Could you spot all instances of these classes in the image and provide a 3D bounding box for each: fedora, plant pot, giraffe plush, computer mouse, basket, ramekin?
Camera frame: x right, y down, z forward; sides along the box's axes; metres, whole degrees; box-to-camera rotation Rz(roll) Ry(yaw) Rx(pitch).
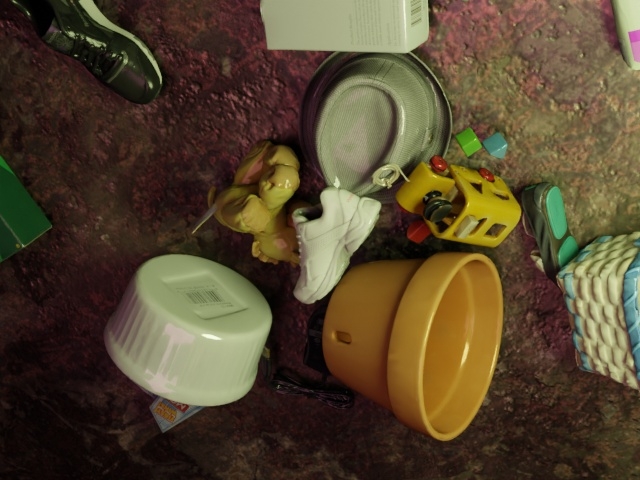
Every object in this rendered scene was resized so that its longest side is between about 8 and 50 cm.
[{"bbox_3d":[0.068,-0.159,1.284,0.244,0.124,0.275,27,121,5],"label":"fedora"},{"bbox_3d":[0.140,0.148,1.345,0.204,0.291,0.290,10,120,34],"label":"plant pot"},{"bbox_3d":[-0.079,-0.035,1.391,0.210,0.181,0.170,-38,121,20],"label":"giraffe plush"},{"bbox_3d":[-0.017,0.192,1.533,0.184,0.060,0.262,11,130,9],"label":"computer mouse"},{"bbox_3d":[0.502,0.099,1.201,0.289,0.201,0.254,12,125,49],"label":"basket"},{"bbox_3d":[-0.218,0.142,1.457,0.277,0.277,0.135,27,113,5],"label":"ramekin"}]

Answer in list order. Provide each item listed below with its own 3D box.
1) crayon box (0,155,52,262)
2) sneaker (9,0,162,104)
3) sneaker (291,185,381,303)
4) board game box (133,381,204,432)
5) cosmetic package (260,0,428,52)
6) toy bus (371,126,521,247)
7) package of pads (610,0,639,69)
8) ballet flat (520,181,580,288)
[{"bbox_3d":[-0.747,-0.062,1.625,0.363,0.106,0.313,-27,104,28],"label":"crayon box"},{"bbox_3d":[-0.387,-0.316,1.362,0.283,0.124,0.107,45,121,-7],"label":"sneaker"},{"bbox_3d":[0.000,0.000,1.311,0.115,0.090,0.232,32,126,1],"label":"sneaker"},{"bbox_3d":[-0.296,0.282,1.671,0.194,0.060,0.194,38,121,-2],"label":"board game box"},{"bbox_3d":[0.032,-0.335,1.212,0.231,0.085,0.117,10,120,27],"label":"cosmetic package"},{"bbox_3d":[0.201,-0.050,1.258,0.202,0.104,0.191,-24,141,-1],"label":"toy bus"},{"bbox_3d":[0.505,-0.360,1.044,0.297,0.101,0.229,-12,112,23],"label":"package of pads"},{"bbox_3d":[0.353,-0.001,1.305,0.074,0.074,0.203,-12,117,24],"label":"ballet flat"}]
